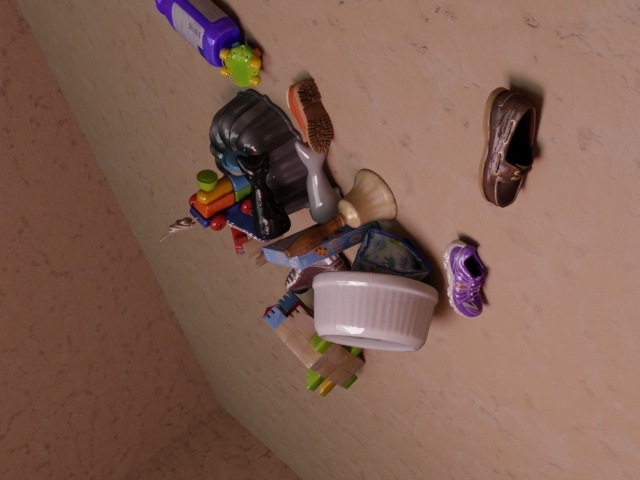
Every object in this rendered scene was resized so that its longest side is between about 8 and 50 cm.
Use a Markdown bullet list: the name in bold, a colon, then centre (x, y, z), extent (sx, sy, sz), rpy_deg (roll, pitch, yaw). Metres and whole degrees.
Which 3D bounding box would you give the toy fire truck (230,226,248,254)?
- **toy fire truck**: centre (-0.245, -0.064, 2.224), extent (0.135, 0.047, 0.192), rpy_deg (96, 160, -76)

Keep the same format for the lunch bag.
- **lunch bag**: centre (0.150, 0.050, 1.620), extent (0.151, 0.096, 0.129), rpy_deg (23, 159, 1)

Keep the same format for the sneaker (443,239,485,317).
- **sneaker**: centre (0.281, 0.079, 1.454), extent (0.071, 0.068, 0.170), rpy_deg (17, 136, 47)

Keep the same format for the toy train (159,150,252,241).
- **toy train**: centre (-0.257, -0.096, 1.717), extent (0.105, 0.248, 0.143), rpy_deg (43, 149, 26)

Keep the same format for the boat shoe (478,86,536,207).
- **boat shoe**: centre (0.285, -0.128, 1.160), extent (0.073, 0.073, 0.207), rpy_deg (37, 151, 40)

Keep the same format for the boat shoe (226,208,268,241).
- **boat shoe**: centre (-0.200, -0.054, 1.891), extent (0.183, 0.066, 0.066), rpy_deg (39, 172, -10)

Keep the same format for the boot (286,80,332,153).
- **boot**: centre (-0.026, -0.258, 1.614), extent (0.084, 0.059, 0.158), rpy_deg (16, 127, 60)

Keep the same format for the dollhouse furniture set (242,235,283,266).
- **dollhouse furniture set**: centre (-0.195, 0.000, 2.181), extent (0.151, 0.123, 0.144), rpy_deg (34, 149, 40)

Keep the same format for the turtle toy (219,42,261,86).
- **turtle toy**: centre (-0.169, -0.384, 1.695), extent (0.095, 0.066, 0.130), rpy_deg (19, 147, 6)

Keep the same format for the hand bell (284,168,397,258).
- **hand bell**: centre (0.027, -0.033, 1.566), extent (0.126, 0.242, 0.126), rpy_deg (42, 153, 28)

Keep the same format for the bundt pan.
- **bundt pan**: centre (-0.157, -0.191, 1.863), extent (0.331, 0.124, 0.331), rpy_deg (44, 155, 27)

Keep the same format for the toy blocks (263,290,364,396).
- **toy blocks**: centre (-0.035, 0.254, 2.100), extent (0.261, 0.191, 0.381), rpy_deg (44, 179, 27)

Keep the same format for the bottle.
- **bottle**: centre (-0.292, -0.512, 1.736), extent (0.283, 0.092, 0.118), rpy_deg (45, 158, 23)

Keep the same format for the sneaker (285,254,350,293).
- **sneaker**: centre (0.006, 0.114, 1.977), extent (0.162, 0.106, 0.281), rpy_deg (47, 155, 11)

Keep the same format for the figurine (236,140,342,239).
- **figurine**: centre (-0.064, -0.125, 1.701), extent (0.092, 0.215, 0.209), rpy_deg (-109, 4, -53)

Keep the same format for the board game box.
- **board game box**: centre (0.000, 0.000, 1.695), extent (0.160, 0.211, 0.039), rpy_deg (12, 121, 58)

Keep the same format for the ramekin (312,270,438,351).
- **ramekin**: centre (0.109, 0.155, 1.613), extent (0.273, 0.272, 0.127), rpy_deg (156, 124, -66)
